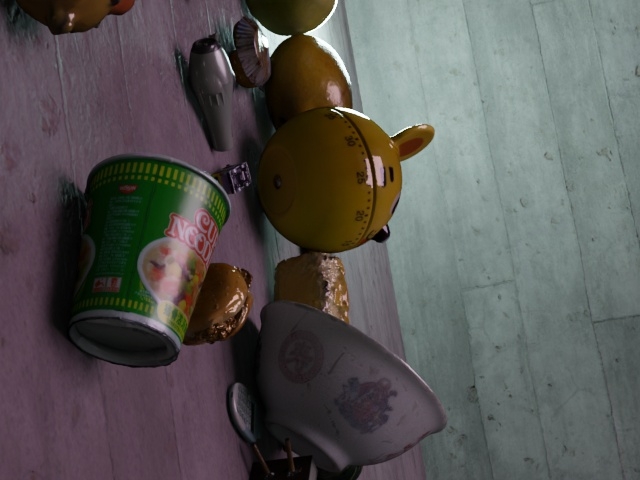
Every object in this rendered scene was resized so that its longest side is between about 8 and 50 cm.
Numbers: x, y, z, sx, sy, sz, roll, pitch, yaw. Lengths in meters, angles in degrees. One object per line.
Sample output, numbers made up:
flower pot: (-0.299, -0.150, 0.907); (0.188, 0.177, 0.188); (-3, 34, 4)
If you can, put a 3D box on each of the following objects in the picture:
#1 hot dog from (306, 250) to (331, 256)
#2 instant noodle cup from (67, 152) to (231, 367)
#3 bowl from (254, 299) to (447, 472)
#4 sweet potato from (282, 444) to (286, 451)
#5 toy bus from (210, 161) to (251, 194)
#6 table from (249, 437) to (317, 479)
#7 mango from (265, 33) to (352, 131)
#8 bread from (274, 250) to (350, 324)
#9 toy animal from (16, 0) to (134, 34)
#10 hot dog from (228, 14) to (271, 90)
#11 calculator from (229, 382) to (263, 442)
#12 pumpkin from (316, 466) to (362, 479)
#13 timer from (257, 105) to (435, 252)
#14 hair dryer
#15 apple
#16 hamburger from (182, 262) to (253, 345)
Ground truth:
hot dog: (0.000, 0.000, 2.542); (0.242, 0.073, 0.084); (-44, 118, -72)
instant noodle cup: (-0.238, 0.037, 1.233); (0.207, 0.207, 0.232); (62, 30, -54)
bowl: (0.012, 0.326, 1.831); (0.196, 0.435, 0.435); (-54, 145, -22)
sweet potato: (-0.043, 0.366, 2.043); (0.243, 0.077, 0.077); (-88, 162, -51)
toy bus: (-0.181, -0.123, 1.875); (0.102, 0.058, 0.052); (-47, 126, -68)
table: (-0.087, 0.462, 1.654); (0.240, 0.122, 0.111); (-80, 156, -59)
mango: (-0.036, -0.401, 2.421); (0.445, 0.220, 0.301); (-100, 174, -59)
bread: (-0.024, 0.148, 2.105); (0.121, 0.174, 0.245); (19, 59, -53)
toy animal: (-0.331, -0.389, 1.224); (0.169, 0.195, 0.281); (5, 65, -36)
hot dog: (-0.166, -0.433, 2.165); (0.270, 0.082, 0.162); (-45, 132, -84)
calculator: (-0.140, 0.328, 1.756); (0.153, 0.021, 0.095); (67, 18, -49)
pumpkin: (0.035, 0.492, 2.158); (0.167, 0.125, 0.167); (-13, 90, -76)
timer: (0.058, -0.142, 2.164); (0.387, 0.376, 0.376); (-8, 87, -35)
hair dryer: (-0.210, -0.305, 1.905); (0.267, 0.092, 0.229); (-92, 176, -74)
apple: (-0.081, -0.662, 2.404); (0.279, 0.279, 0.279); (-11, 90, -78)
hamburger: (-0.180, 0.101, 1.508); (0.147, 0.138, 0.083); (-78, 156, -46)
